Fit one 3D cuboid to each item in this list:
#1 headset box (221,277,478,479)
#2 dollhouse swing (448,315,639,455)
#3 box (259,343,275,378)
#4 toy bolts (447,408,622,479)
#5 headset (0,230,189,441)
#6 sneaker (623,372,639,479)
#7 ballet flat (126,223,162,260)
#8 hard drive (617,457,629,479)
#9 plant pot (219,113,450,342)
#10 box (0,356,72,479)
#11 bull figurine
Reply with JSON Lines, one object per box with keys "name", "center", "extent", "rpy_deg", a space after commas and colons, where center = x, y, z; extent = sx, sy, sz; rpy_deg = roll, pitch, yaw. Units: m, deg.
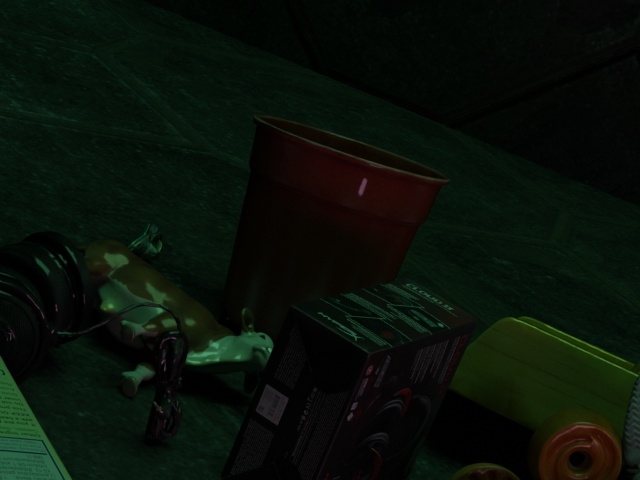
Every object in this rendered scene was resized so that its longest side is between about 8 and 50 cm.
{"name": "headset box", "center": [0.045, 0.169, 1.769], "extent": [0.110, 0.218, 0.293], "rpy_deg": [31, 19, 24]}
{"name": "dollhouse swing", "center": [0.350, 0.100, 2.067], "extent": [0.315, 0.305, 0.347], "rpy_deg": [25, 4, 12]}
{"name": "box", "center": [-0.027, 0.174, 1.992], "extent": [0.094, 0.027, 0.137], "rpy_deg": [15, 18, -16]}
{"name": "toy bolts", "center": [0.264, 0.285, 1.747], "extent": [0.228, 0.218, 0.158], "rpy_deg": [37, 8, -12]}
{"name": "headset", "center": [-0.333, 0.102, 1.742], "extent": [0.394, 0.185, 0.243], "rpy_deg": [9, 19, 13]}
{"name": "sneaker", "center": [0.445, 0.297, 1.766], "extent": [0.137, 0.365, 0.210], "rpy_deg": [-19, -9, 22]}
{"name": "ballet flat", "center": [-0.242, 0.007, 2.236], "extent": [0.041, 0.041, 0.114], "rpy_deg": [22, 18, 1]}
{"name": "hard drive", "center": [0.375, 0.286, 1.922], "extent": [0.172, 0.054, 0.255], "rpy_deg": [-17, -11, 28]}
{"name": "plant pot", "center": [0.000, 0.000, 2.109], "extent": [0.272, 0.265, 0.272], "rpy_deg": [18, 8, -3]}
{"name": "box", "center": [-0.288, 0.228, 1.200], "extent": [0.117, 0.213, 0.243], "rpy_deg": [10, 20, -32]}
{"name": "bull figurine", "center": [-0.202, 0.096, 1.897], "extent": [0.310, 0.101, 0.188], "rpy_deg": [31, 21, 27]}
